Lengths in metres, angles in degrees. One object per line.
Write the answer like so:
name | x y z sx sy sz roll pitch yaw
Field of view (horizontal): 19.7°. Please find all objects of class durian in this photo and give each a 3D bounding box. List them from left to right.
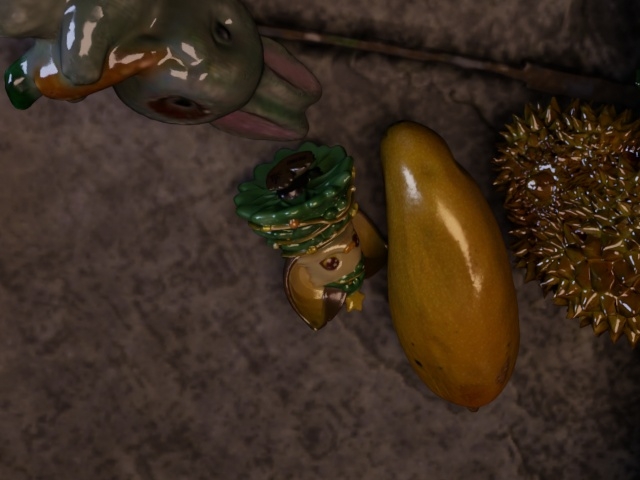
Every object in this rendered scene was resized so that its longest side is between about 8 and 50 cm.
durian | 0.185 -0.011 1.085 0.168 0.158 0.137 13 143 -25

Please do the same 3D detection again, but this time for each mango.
mango | 0.077 0.021 1.098 0.075 0.098 0.190 -21 118 -20

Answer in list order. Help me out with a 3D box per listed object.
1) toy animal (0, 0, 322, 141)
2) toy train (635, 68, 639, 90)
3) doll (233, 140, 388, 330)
toy animal | -0.095 -0.122 1.025 0.251 0.125 0.127 25 127 -22
toy train | 0.295 -0.140 1.031 0.272 0.159 0.188 -13 91 -44
doll | -0.009 -0.005 1.107 0.078 0.077 0.113 -46 143 -26
